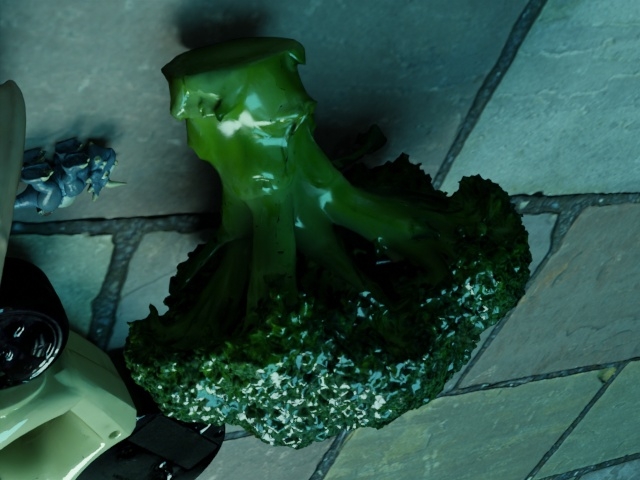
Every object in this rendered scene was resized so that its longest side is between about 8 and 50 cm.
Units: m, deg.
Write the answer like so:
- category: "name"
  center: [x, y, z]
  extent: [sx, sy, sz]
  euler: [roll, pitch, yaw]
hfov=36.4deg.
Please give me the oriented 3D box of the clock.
- category: "clock"
  center: [-0.243, 0.171, 0.806]
  extent: [0.276, 0.120, 0.379]
  euler: [-40, 144, 4]

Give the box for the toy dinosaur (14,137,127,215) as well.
- category: "toy dinosaur"
  center: [-0.177, -0.041, 0.666]
  extent: [0.083, 0.031, 0.047]
  euler: [-19, 141, -15]

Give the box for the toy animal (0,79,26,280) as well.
- category: "toy animal"
  center: [-0.289, 0.019, 0.515]
  extent: [0.256, 0.213, 0.195]
  euler: [-2, 179, -24]

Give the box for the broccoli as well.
- category: "broccoli"
  center: [0.000, 0.000, 0.687]
  extent: [0.297, 0.297, 0.297]
  euler: [-21, 117, -14]
